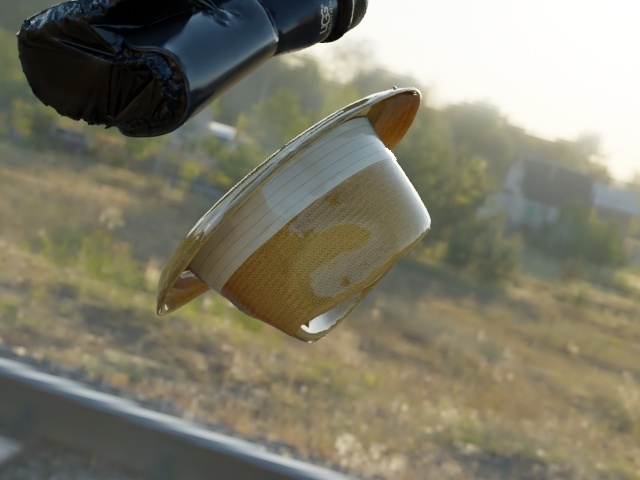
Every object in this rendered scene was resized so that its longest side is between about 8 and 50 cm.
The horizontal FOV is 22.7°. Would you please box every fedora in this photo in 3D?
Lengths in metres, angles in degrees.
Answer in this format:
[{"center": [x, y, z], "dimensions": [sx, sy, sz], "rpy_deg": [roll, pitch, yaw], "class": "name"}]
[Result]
[{"center": [0.000, 0.000, 0.864], "dimensions": [0.079, 0.194, 0.194], "rpy_deg": [49, 10, 9], "class": "fedora"}]

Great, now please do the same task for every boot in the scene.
[{"center": [-0.120, -0.159, 1.015], "dimensions": [0.246, 0.094, 0.207], "rpy_deg": [26, 38, 30], "class": "boot"}]
